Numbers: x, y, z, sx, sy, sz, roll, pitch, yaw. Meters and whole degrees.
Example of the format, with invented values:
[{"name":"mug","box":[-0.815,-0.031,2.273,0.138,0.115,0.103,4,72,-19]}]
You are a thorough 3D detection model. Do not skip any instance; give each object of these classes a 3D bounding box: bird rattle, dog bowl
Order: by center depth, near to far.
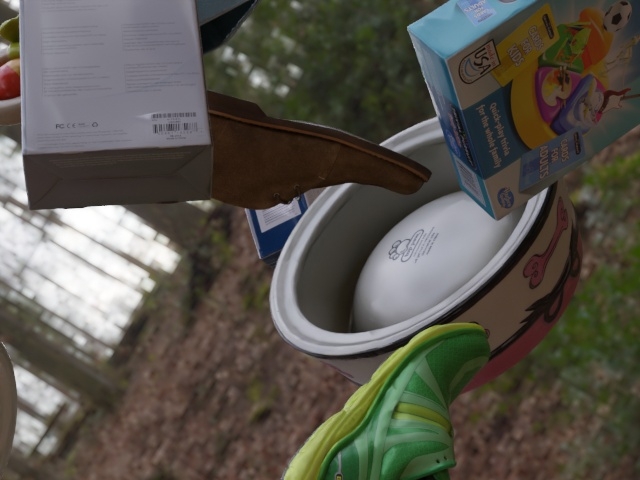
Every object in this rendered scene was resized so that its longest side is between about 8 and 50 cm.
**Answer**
[{"name":"dog bowl","box":[0.144,0.028,1.935,0.150,0.408,0.408,50,-115,-31]},{"name":"bird rattle","box":[-0.464,-0.241,2.282,0.253,0.207,0.143,-30,-49,-25]}]

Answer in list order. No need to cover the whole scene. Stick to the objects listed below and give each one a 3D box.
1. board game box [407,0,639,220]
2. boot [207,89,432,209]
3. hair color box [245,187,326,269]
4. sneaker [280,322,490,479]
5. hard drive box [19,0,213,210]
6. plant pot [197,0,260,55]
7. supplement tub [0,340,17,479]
[{"name":"board game box","box":[0.279,-0.210,1.677,0.336,0.079,0.254,-34,-43,-9]},{"name":"boot","box":[-0.030,-0.080,1.718,0.112,0.305,0.115,179,103,-79]},{"name":"hair color box","box":[0.000,0.000,2.533,0.105,0.174,0.347,-25,-30,16]},{"name":"sneaker","box":[0.072,0.183,1.400,0.295,0.123,0.109,-42,-11,-40]},{"name":"hard drive box","box":[-0.205,-0.150,1.544,0.089,0.181,0.232,97,168,-53]},{"name":"plant pot","box":[-0.282,-0.418,2.546,0.248,0.252,0.247,-31,-2,-25]},{"name":"supplement tub","box":[-0.453,0.149,1.406,0.193,0.316,0.193,6,-90,-70]}]
